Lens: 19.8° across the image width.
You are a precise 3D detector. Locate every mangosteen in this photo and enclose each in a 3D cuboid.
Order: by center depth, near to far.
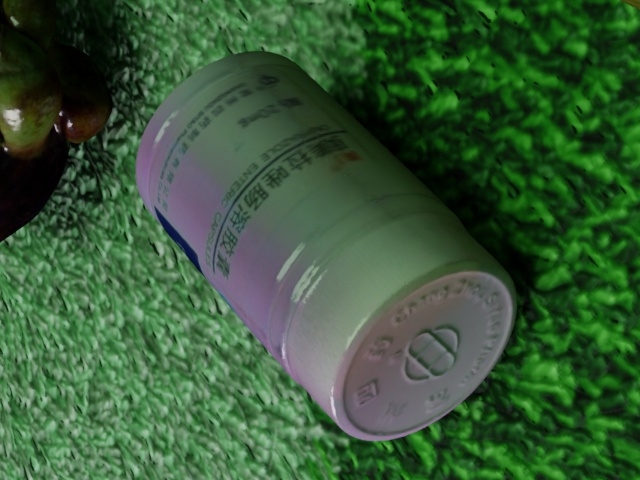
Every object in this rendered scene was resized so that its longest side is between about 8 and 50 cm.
[{"bbox_3d":[-0.319,-0.121,1.523,0.288,0.288,0.288,5,97,50],"label":"mangosteen"}]

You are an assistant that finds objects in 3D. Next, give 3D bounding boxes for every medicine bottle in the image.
[{"bbox_3d":[0.000,0.000,1.226,0.254,0.152,0.152,46,126,39],"label":"medicine bottle"}]

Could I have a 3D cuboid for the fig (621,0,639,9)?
[{"bbox_3d":[0.208,-0.179,0.988,0.186,0.148,0.142,41,114,0],"label":"fig"}]
